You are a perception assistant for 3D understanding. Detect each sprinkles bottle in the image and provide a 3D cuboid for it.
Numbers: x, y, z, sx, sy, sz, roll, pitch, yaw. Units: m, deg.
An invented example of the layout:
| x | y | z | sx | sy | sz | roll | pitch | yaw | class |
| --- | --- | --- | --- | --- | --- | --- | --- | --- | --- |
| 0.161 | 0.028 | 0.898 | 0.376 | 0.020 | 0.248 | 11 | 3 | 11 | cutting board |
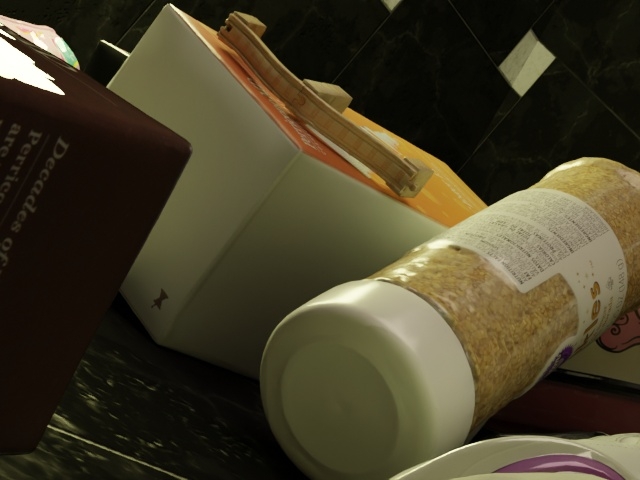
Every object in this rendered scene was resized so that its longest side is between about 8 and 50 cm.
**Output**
| x | y | z | sx | sy | sz | roll | pitch | yaw | class |
| --- | --- | --- | --- | --- | --- | --- | --- | --- | --- |
| 0.109 | 0.043 | 1.021 | 0.121 | 0.121 | 0.355 | 32 | 32 | 23 | sprinkles bottle |

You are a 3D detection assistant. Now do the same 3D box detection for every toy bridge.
| x | y | z | sx | sy | sz | roll | pitch | yaw | class |
| --- | --- | --- | --- | --- | --- | --- | --- | --- | --- |
| -0.001 | -0.094 | 1.088 | 0.188 | 0.026 | 0.063 | 42 | 16 | 19 | toy bridge |

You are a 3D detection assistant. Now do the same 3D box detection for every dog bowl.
| x | y | z | sx | sy | sz | roll | pitch | yaw | class |
| --- | --- | --- | --- | --- | --- | --- | --- | --- | --- |
| 0.300 | 0.126 | 1.415 | 0.408 | 0.150 | 0.408 | 15 | -9 | 2 | dog bowl |

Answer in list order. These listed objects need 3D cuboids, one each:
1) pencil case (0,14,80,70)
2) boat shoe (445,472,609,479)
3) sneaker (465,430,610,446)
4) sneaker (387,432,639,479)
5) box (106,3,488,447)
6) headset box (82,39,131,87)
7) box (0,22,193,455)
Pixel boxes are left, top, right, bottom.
| x | y | z | sx | sy | sz | roll | pitch | yaw | class |
| --- | --- | --- | --- | --- | --- | --- | --- | --- | --- |
| -0.357 | -0.189 | 1.546 | 0.124 | 0.124 | 0.284 | 33 | 4 | 31 | pencil case |
| 0.182 | 0.155 | 0.643 | 0.340 | 0.127 | 0.113 | 3 | 34 | -19 | boat shoe |
| 0.186 | 0.162 | 0.970 | 0.234 | 0.078 | 0.106 | 13 | 18 | 16 | sneaker |
| 0.146 | 0.156 | 0.800 | 0.305 | 0.114 | 0.152 | 0 | -12 | -22 | sneaker |
| 0.000 | 0.000 | 1.211 | 0.345 | 0.168 | 0.215 | 25 | 17 | -44 | box |
| -0.066 | -0.052 | 1.452 | 0.293 | 0.110 | 0.218 | 25 | 6 | -44 | headset box |
| -0.213 | -0.040 | 0.424 | 0.191 | 0.143 | 0.381 | 32 | 5 | 21 | box |
